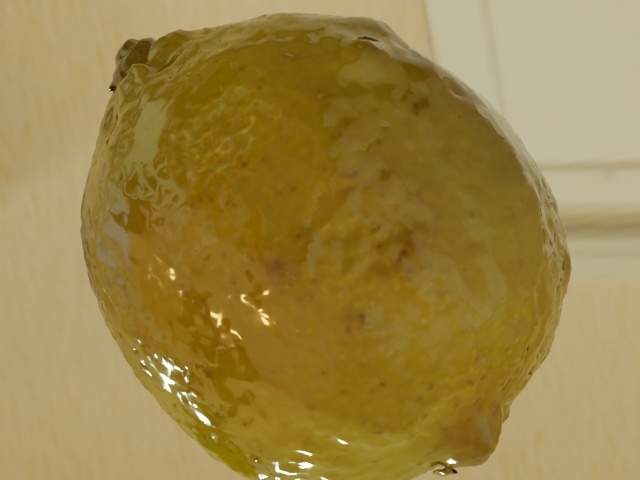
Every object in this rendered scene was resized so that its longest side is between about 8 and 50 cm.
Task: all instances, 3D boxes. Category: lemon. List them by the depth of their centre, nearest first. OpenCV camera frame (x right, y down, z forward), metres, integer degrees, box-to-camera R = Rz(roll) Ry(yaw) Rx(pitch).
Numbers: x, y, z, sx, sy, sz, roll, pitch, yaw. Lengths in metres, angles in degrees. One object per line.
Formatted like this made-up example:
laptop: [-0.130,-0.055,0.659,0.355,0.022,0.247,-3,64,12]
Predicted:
lemon: [0.000,0.000,0.995,0.268,0.322,0.268,-32,170,-6]
